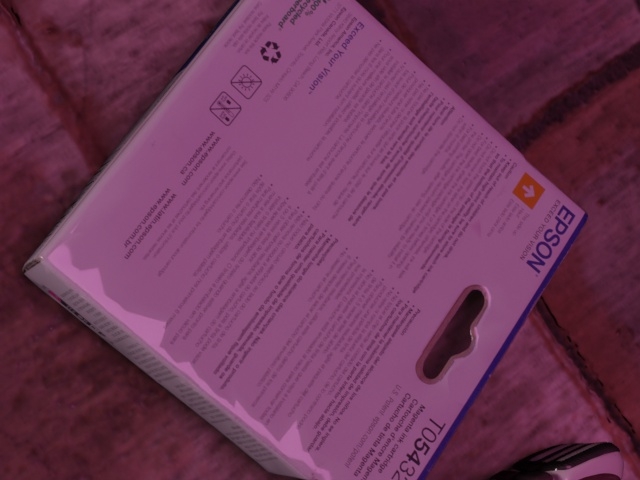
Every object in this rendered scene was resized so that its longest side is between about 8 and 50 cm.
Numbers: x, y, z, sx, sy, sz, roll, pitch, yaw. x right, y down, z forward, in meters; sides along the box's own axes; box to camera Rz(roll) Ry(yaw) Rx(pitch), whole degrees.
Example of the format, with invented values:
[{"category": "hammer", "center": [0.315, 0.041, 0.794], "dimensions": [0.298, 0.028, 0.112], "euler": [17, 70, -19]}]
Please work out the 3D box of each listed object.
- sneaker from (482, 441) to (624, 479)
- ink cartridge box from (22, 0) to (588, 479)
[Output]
[{"category": "sneaker", "center": [0.138, 0.270, 1.177], "dimensions": [0.281, 0.106, 0.163], "euler": [-19, 92, -25]}, {"category": "ink cartridge box", "center": [0.000, 0.000, 1.177], "dimensions": [0.330, 0.071, 0.324], "euler": [42, 67, -13]}]
